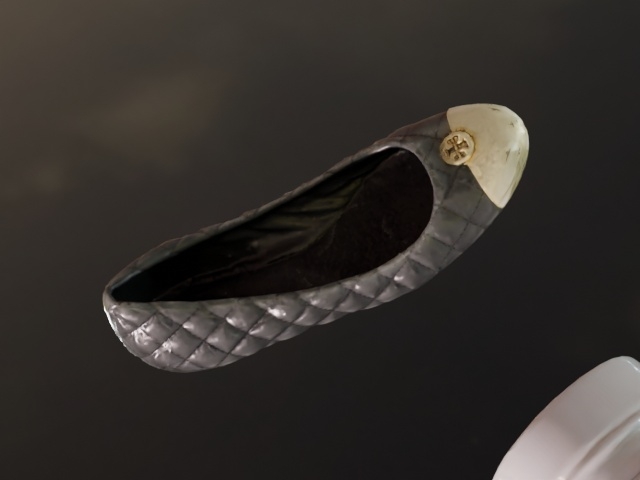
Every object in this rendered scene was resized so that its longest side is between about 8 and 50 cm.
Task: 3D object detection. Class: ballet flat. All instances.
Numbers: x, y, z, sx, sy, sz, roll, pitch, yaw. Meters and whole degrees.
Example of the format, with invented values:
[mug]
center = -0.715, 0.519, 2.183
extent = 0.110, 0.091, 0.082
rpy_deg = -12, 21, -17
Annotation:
[ballet flat]
center = 0.000, 0.000, 0.729
extent = 0.173, 0.057, 0.049
rpy_deg = -29, 150, 9

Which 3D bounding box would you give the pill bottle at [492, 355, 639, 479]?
[pill bottle]
center = 0.255, 0.219, 1.163
extent = 0.176, 0.318, 0.176
rpy_deg = -35, 153, -21
